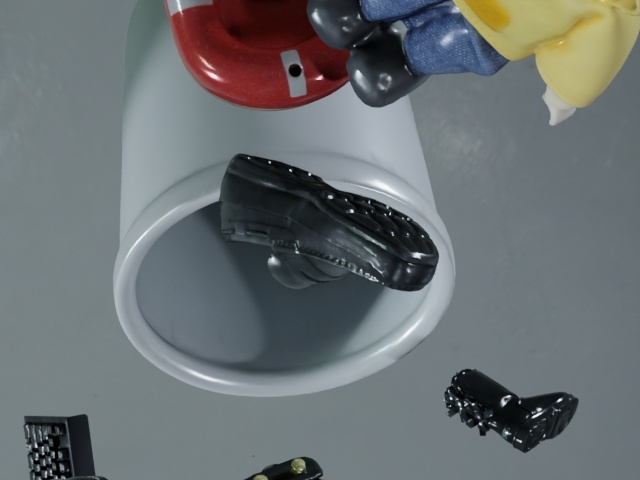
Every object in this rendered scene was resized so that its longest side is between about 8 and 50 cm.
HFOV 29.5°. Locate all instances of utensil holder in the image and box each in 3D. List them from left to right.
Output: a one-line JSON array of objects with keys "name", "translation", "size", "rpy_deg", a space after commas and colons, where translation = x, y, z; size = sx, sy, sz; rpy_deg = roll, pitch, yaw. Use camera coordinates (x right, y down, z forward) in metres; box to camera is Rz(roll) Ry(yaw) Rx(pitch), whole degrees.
[{"name": "utensil holder", "translation": [-0.055, -0.085, 1.276], "size": [0.327, 0.328, 0.386], "rpy_deg": [-6, 48, -4]}]

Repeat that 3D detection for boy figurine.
[{"name": "boy figurine", "translation": [0.115, -0.144, 0.703], "size": [0.092, 0.285, 0.177], "rpy_deg": [-41, 109, -26]}]

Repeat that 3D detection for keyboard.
[{"name": "keyboard", "translation": [-0.190, 0.224, 0.938], "size": [0.023, 0.108, 0.180], "rpy_deg": [-8, 90, -48]}]

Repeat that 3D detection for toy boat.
[{"name": "toy boat", "translation": [-0.040, -0.207, 0.841], "size": [0.151, 0.151, 0.231], "rpy_deg": [-13, 88, -6]}]

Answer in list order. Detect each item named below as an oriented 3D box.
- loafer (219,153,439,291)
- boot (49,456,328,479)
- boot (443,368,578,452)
[{"name": "loafer", "translation": [0.000, 0.000, 0.857], "size": [0.076, 0.223, 0.078], "rpy_deg": [8, 102, -38]}, {"name": "boot", "translation": [-0.065, 0.158, 0.648], "size": [0.178, 0.236, 0.085], "rpy_deg": [-24, 63, -24]}, {"name": "boot", "translation": [0.186, 0.159, 1.196], "size": [0.099, 0.121, 0.045], "rpy_deg": [29, 119, 32]}]
